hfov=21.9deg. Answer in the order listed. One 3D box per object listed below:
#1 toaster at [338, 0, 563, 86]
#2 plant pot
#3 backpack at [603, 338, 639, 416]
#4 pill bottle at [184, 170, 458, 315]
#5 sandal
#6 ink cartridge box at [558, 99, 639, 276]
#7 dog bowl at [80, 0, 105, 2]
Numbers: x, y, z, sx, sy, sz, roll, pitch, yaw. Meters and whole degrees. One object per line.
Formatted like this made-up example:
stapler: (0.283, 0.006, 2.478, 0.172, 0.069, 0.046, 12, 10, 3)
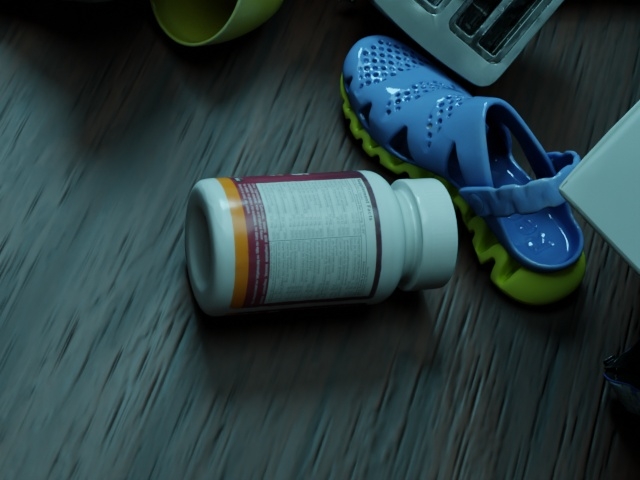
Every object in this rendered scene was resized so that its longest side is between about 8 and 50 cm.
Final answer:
toaster: (0.141, -0.253, 1.630, 0.168, 0.110, 0.185, 40, 98, -6)
plant pot: (-0.089, -0.254, 1.616, 0.095, 0.134, 0.134, -2, 52, -48)
backpack: (0.321, 0.122, 1.452, 0.105, 0.114, 0.084, -38, 102, -7)
pill bottle: (0.000, 0.000, 1.453, 0.221, 0.121, 0.121, -4, 57, -19)
sandal: (0.146, -0.092, 1.553, 0.126, 0.138, 0.317, -35, 69, -31)
ink cartridge box: (0.392, 0.010, 1.409, 0.279, 0.160, 0.385, 47, 15, 18)
dog bowl: (-0.215, -0.385, 1.554, 0.102, 0.349, 0.349, 19, 39, -53)
